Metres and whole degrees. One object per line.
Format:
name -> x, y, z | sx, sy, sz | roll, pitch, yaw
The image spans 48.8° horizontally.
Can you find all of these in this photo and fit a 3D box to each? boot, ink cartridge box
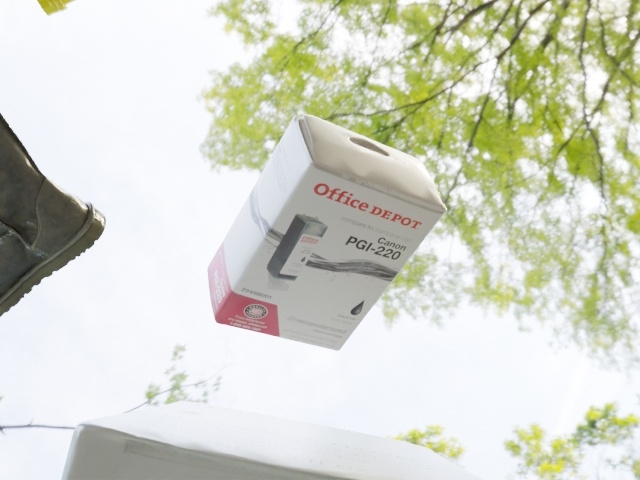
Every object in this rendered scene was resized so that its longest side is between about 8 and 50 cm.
boot -> -0.303, -0.038, 0.562 | 0.190, 0.076, 0.208 | -39, -50, 3
ink cartridge box -> 0.000, 0.000, 0.727 | 0.159, 0.218, 0.092 | 17, -148, -26

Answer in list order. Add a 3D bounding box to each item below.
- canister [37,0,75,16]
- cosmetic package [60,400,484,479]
canister -> -0.251, -0.336, 0.765 | 0.170, 0.126, 0.073 | -26, -128, -3
cosmetic package -> -0.046, 0.340, 0.637 | 0.329, 0.393, 0.327 | 10, -101, 1
